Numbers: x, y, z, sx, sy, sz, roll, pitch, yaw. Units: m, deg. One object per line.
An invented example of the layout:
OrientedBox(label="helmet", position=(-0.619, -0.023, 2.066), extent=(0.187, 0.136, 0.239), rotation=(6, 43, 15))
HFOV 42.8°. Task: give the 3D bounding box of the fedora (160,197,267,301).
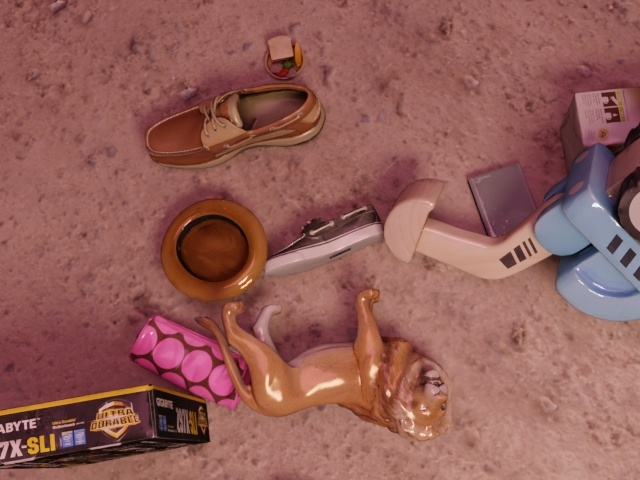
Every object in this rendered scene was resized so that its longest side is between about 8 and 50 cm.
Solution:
OrientedBox(label="fedora", position=(-0.175, 0.024, 1.400), extent=(0.194, 0.079, 0.194), rotation=(-4, 69, 12))

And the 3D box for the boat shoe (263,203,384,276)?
OrientedBox(label="boat shoe", position=(0.000, 0.000, 1.395), extent=(0.219, 0.078, 0.070), rotation=(-20, 73, -8))

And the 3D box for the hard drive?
OrientedBox(label="hard drive", position=(0.319, -0.058, 1.402), extent=(0.094, 0.022, 0.135), rotation=(-17, 73, 1))

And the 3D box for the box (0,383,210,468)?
OrientedBox(label="box", position=(-0.324, 0.283, 1.214), extent=(0.257, 0.322, 0.079), rotation=(-9, 74, 4))

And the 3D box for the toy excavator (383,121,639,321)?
OrientedBox(label="toy excavator", position=(0.374, -0.002, 1.249), extent=(0.433, 0.222, 0.445), rotation=(43, 126, -7))

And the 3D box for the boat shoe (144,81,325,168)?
OrientedBox(label="boat shoe", position=(-0.155, -0.218, 1.447), extent=(0.324, 0.120, 0.123), rotation=(-14, 73, 2))

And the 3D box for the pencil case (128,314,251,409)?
OrientedBox(label="pencil case", position=(-0.209, 0.194, 1.350), extent=(0.209, 0.095, 0.098), rotation=(21, 112, 9))

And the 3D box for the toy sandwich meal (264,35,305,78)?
OrientedBox(label="toy sandwich meal", position=(-0.068, -0.341, 1.521), extent=(0.085, 0.029, 0.086), rotation=(-2, 74, 6))

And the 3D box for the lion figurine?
OrientedBox(label="lion figurine", position=(0.006, 0.207, 1.281), extent=(0.392, 0.142, 0.240), rotation=(-6, 79, -2))

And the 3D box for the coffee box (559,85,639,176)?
OrientedBox(label="coffee box", position=(0.539, -0.184, 1.355), extent=(0.246, 0.141, 0.098), rotation=(-6, 73, 5))
